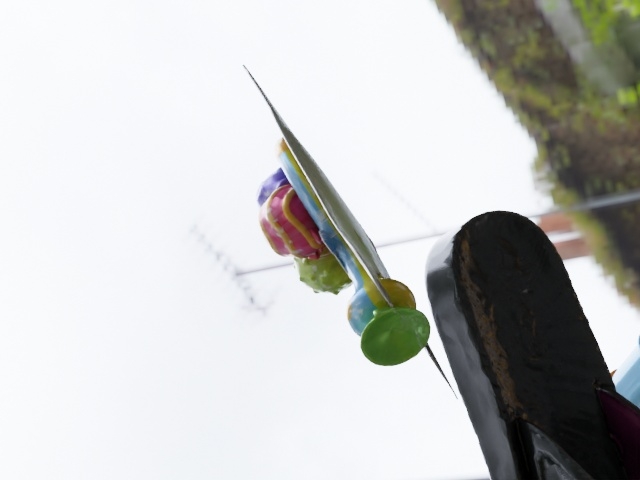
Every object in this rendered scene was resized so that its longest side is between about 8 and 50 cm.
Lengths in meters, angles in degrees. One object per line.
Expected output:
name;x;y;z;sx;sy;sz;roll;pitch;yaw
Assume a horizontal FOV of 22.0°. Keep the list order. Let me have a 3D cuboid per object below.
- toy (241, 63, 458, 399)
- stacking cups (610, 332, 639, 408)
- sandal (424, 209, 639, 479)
toy;0.000;0.000;1.031;0.137;0.056;0.237;54;-179;-37
stacking cups;0.345;0.140;1.651;0.096;0.316;0.096;18;-142;-14
sandal;0.213;0.181;1.226;0.167;0.107;0.446;-22;-94;-44
